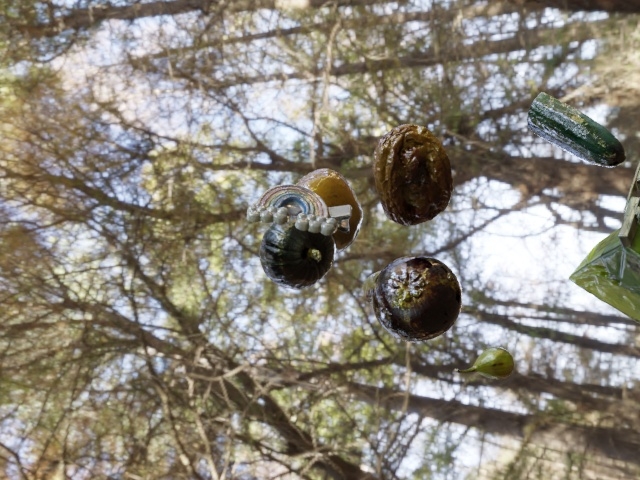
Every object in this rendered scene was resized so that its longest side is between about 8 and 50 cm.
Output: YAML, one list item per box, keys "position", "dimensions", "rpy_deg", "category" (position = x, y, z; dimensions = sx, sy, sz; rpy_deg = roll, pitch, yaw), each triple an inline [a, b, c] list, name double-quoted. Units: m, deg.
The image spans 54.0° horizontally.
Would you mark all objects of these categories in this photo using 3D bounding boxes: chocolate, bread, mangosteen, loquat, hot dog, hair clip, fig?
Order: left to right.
- position: [-0.040, -0.061, 1.313]
  dimensions: [0.140, 0.220, 0.054]
  rpy_deg: [-86, 10, -49]
  category: "hair clip"
- position: [0.018, -0.102, 2.174]
  dimensions: [0.283, 0.276, 0.276]
  rpy_deg: [39, -130, -4]
  category: "loquat"
- position: [0.230, 0.171, 2.405]
  dimensions: [0.086, 0.156, 0.125]
  rpy_deg: [67, -173, 31]
  category: "bread"
- position: [0.193, -0.126, 1.314]
  dimensions: [0.099, 0.160, 0.227]
  rpy_deg: [-103, -9, -56]
  category: "hot dog"
- position: [0.212, 0.132, 1.361]
  dimensions: [0.217, 0.192, 0.192]
  rpy_deg: [50, -129, -62]
  category: "mangosteen"
- position: [0.446, 0.331, 1.723]
  dimensions: [0.093, 0.166, 0.094]
  rpy_deg: [7, -90, -89]
  category: "fig"
- position: [0.804, 0.087, 1.501]
  dimensions: [0.137, 0.300, 0.289]
  rpy_deg: [-54, -8, -18]
  category: "chocolate"

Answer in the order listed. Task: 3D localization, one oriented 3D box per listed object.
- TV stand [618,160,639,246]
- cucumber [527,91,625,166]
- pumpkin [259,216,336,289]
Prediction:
- position: [0.711, -0.086, 1.405]
  dimensions: [0.249, 0.042, 0.036]
  rpy_deg: [-56, -51, -31]
  category: "TV stand"
- position: [0.590, -0.241, 1.459]
  dimensions: [0.063, 0.244, 0.115]
  rpy_deg: [-36, -41, -16]
  category: "cucumber"
- position: [-0.063, 0.036, 1.960]
  dimensions: [0.249, 0.216, 0.250]
  rpy_deg: [-5, -81, -37]
  category: "pumpkin"
